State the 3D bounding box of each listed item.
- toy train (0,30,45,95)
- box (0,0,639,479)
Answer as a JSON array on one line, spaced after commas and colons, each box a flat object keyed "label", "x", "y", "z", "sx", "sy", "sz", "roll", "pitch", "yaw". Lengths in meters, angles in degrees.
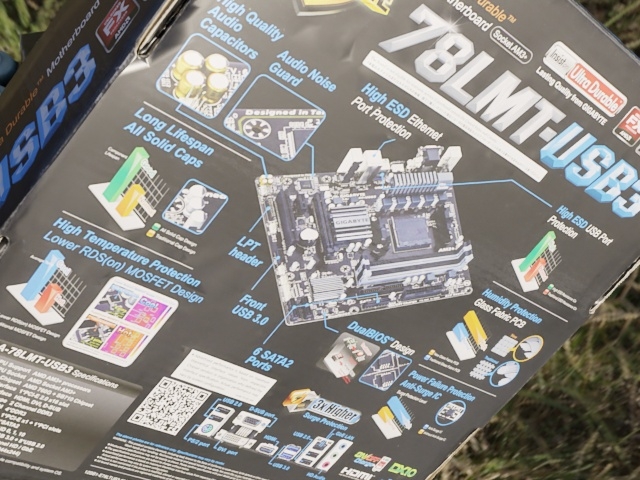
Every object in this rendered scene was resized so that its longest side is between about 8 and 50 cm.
[{"label": "toy train", "x": -0.206, "y": -0.067, "z": 0.853, "sx": 0.190, "sy": 0.142, "sz": 0.334, "roll": -12, "pitch": 32, "yaw": -10}, {"label": "box", "x": 0.000, "y": 0.000, "z": 0.482, "sx": 0.293, "sy": 0.295, "sz": 0.073, "roll": -51, "pitch": 42, "yaw": 15}]
